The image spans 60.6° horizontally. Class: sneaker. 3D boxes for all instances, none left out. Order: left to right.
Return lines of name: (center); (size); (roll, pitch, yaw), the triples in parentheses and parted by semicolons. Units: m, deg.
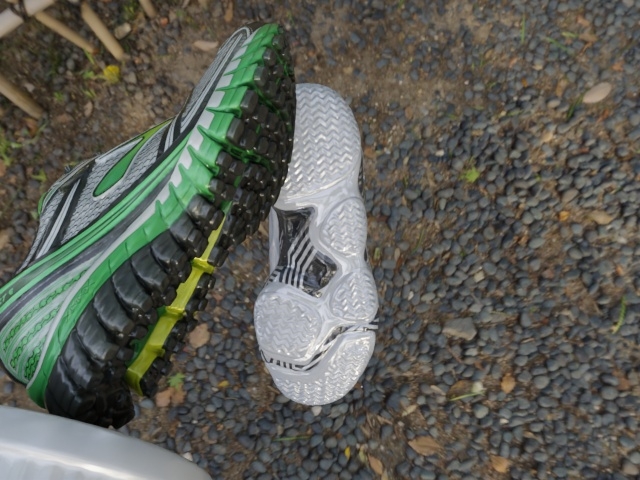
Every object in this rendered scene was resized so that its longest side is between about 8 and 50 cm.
sneaker: (-0.128, -0.044, 0.416); (0.146, 0.134, 0.343); (25, 69, 15)
sneaker: (0.000, 0.000, 0.672); (0.138, 0.210, 0.365); (-1, 104, 5)

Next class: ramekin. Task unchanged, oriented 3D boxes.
ramekin: (-0.184, 0.189, 0.350); (0.207, 0.207, 0.109); (6, 55, 6)
